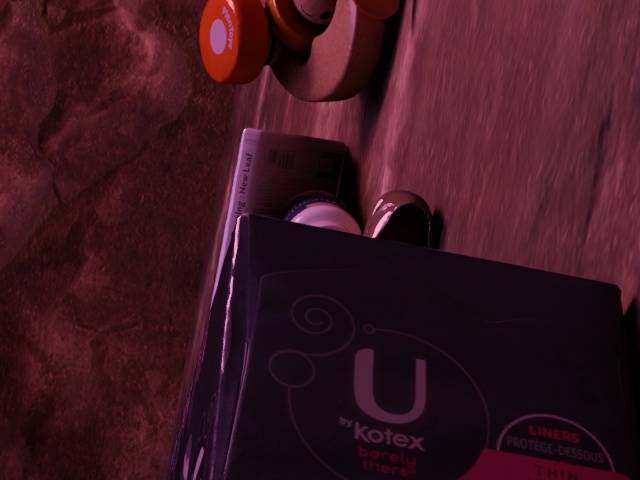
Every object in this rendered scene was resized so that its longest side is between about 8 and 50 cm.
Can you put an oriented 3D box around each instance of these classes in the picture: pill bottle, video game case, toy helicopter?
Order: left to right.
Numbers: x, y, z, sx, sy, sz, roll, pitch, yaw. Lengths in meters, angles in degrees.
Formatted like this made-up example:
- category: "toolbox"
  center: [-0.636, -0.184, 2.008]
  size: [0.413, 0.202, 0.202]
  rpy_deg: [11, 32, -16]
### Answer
- category: "video game case"
  center: [-0.038, 0.001, 1.426]
  size: [0.212, 0.023, 0.193]
  rpy_deg: [-2, -77, -71]
- category: "pill bottle"
  center: [0.000, 0.000, 1.326]
  size: [0.120, 0.067, 0.067]
  rpy_deg: [-118, 39, -77]
- category: "toy helicopter"
  center: [0.006, -0.296, 1.376]
  size: [0.235, 0.140, 0.355]
  rpy_deg: [6, 98, 60]

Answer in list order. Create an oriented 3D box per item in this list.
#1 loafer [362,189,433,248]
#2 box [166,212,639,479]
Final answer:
- category: "loafer"
  center: [0.040, 0.036, 1.033]
  size: [0.050, 0.056, 0.148]
  rpy_deg: [109, 170, -81]
- category: "box"
  center: [0.013, 0.141, 0.680]
  size: [0.143, 0.165, 0.270]
  rpy_deg: [-87, 10, -45]
